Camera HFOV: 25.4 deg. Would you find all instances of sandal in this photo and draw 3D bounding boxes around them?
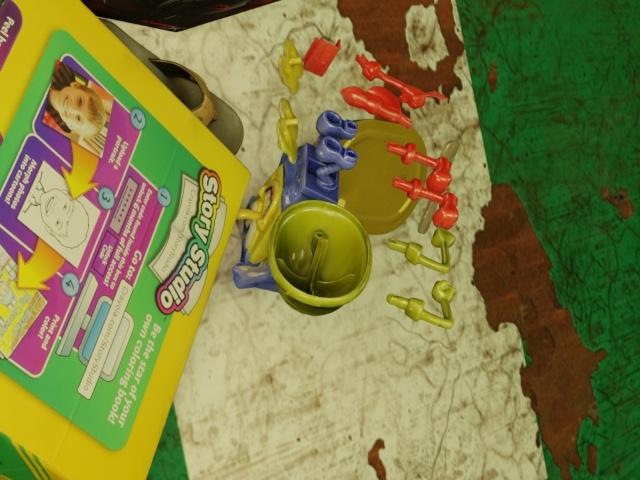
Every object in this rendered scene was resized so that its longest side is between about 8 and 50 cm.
[{"bbox_3d":[-0.144,-0.141,1.353,0.219,0.060,0.090,41,53,-40],"label":"sandal"}]

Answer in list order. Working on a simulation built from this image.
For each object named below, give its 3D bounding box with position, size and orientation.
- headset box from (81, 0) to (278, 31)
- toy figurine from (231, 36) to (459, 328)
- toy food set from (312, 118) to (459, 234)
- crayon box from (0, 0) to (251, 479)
[{"bbox_3d":[-0.100,-0.280,1.248,0.218,0.293,0.110,3,81,-52],"label":"headset box"},{"bbox_3d":[0.000,0.000,1.378,0.191,0.217,0.363,19,42,-18],"label":"toy figurine"},{"bbox_3d":[0.052,-0.076,1.593,0.218,0.071,0.128,6,102,-49],"label":"toy food set"},{"bbox_3d":[-0.231,0.003,1.177,0.313,0.106,0.363,46,49,-38],"label":"crayon box"}]
